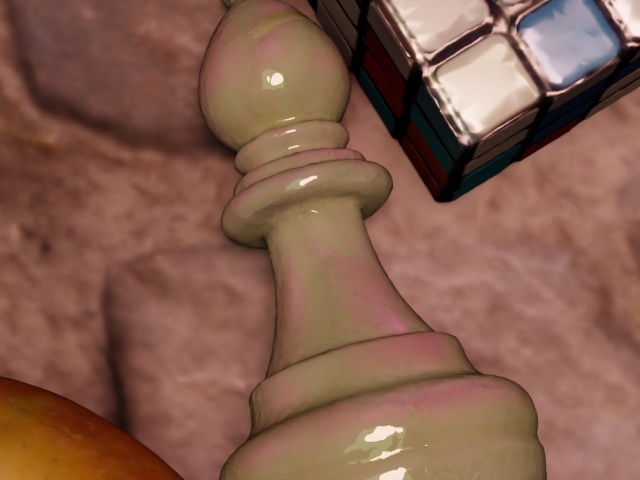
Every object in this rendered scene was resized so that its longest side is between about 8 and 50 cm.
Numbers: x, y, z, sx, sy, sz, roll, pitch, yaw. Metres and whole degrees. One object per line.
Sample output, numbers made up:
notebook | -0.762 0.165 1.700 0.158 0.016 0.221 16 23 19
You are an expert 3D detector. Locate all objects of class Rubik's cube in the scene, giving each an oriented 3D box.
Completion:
Rubik's cube | 0.080 -0.127 0.711 0.154 0.151 0.155 -32 84 -4

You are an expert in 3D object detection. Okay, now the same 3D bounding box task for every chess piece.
chess piece | 0.000 0.000 0.723 0.139 0.139 0.272 -15 72 -1

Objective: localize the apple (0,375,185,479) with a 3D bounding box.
apple | -0.142 0.163 0.669 0.210 0.173 0.235 -38 70 -18
